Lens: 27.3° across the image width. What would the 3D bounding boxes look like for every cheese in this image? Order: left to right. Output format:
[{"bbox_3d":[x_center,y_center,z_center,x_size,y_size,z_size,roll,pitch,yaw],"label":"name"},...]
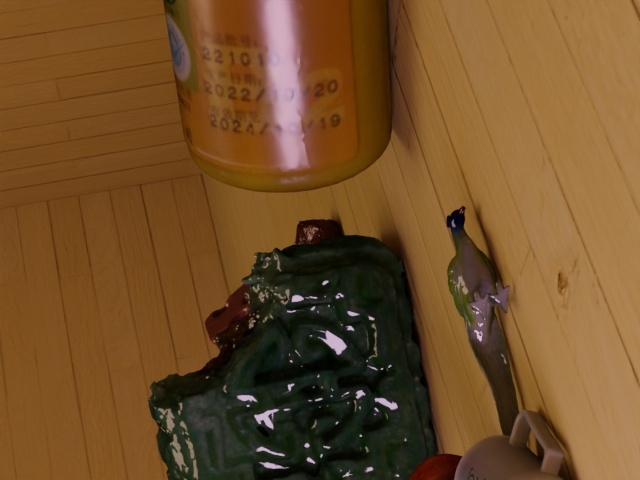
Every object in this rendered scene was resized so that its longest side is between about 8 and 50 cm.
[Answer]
[{"bbox_3d":[-0.054,0.093,2.045,0.128,0.203,0.177,-127,56,-75],"label":"cheese"}]

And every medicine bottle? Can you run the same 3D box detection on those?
[{"bbox_3d":[-0.046,-0.258,1.299,0.224,0.224,0.384,-113,15,-55],"label":"medicine bottle"}]

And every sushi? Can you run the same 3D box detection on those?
[{"bbox_3d":[-0.004,0.000,1.876,0.118,0.062,0.060,171,101,-80],"label":"sushi"}]

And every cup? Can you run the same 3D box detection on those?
[{"bbox_3d":[0.162,0.190,1.045,0.116,0.074,0.104,-161,89,-76],"label":"cup"}]

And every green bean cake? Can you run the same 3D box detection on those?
[{"bbox_3d":[-0.040,0.160,1.486,0.169,0.308,0.300,165,93,-80],"label":"green bean cake"}]

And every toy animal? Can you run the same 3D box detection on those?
[{"bbox_3d":[0.142,0.074,1.101,0.075,0.041,0.216,115,140,-78],"label":"toy animal"}]

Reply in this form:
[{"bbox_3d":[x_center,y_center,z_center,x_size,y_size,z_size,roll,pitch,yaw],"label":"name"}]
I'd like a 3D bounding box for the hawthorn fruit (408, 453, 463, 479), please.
[{"bbox_3d":[0.124,0.253,1.193,0.128,0.128,0.128,170,90,-81],"label":"hawthorn fruit"}]
